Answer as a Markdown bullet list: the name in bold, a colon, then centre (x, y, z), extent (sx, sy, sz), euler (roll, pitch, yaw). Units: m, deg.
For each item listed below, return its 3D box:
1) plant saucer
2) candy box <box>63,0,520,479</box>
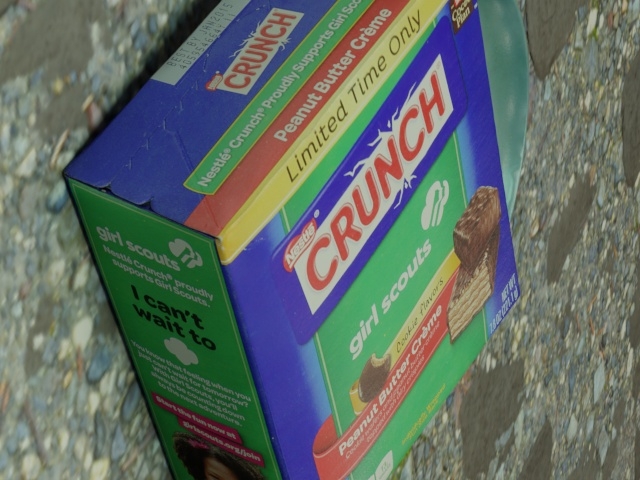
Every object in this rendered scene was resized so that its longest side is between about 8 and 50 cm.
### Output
- **plant saucer**: centre (0.094, -0.054, 1.455), extent (0.317, 0.044, 0.317), euler (-42, 138, -54)
- **candy box**: centre (0.000, 0.000, 1.120), extent (0.268, 0.122, 0.317), euler (-51, 145, -31)
